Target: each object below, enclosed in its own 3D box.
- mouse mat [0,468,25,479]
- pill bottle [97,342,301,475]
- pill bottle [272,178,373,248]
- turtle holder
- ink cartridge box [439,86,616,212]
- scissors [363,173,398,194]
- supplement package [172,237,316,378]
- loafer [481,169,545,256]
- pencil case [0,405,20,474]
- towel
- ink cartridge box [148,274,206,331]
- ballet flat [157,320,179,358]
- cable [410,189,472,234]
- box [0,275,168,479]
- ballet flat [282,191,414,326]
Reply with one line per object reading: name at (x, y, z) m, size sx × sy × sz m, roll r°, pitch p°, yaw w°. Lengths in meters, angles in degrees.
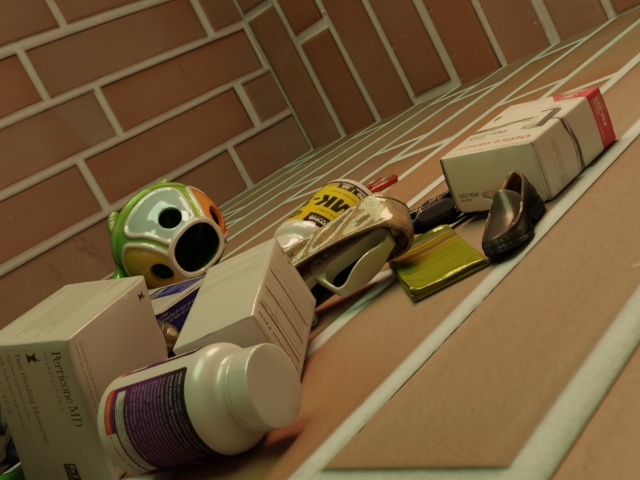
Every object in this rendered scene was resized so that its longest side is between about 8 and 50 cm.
mouse mat at (-0.462, 0.350, 1.092) m, size 0.189 × 0.007 × 0.152 m, roll -20°, pitch 13°, yaw 33°
pill bottle at (-0.117, 0.162, 0.819) m, size 0.193 × 0.108 × 0.108 m, roll -22°, pitch 12°, yaw 33°
pill bottle at (0.000, 0.000, 1.284) m, size 0.119 × 0.119 × 0.208 m, roll -19°, pitch 18°, yaw 40°
turtle holder at (-0.356, 0.010, 1.884) m, size 0.320 × 0.243 × 0.227 m, roll -23°, pitch 23°, yaw -30°
ink cartridge box at (0.299, -0.131, 1.202) m, size 0.158 × 0.092 × 0.218 m, roll -7°, pitch 24°, yaw 46°
scissors at (0.061, -0.074, 1.818) m, size 0.109 × 0.021 × 0.297 m, roll -12°, pitch 19°, yaw 50°
supplement package at (-0.081, 0.096, 0.972) m, size 0.105 × 0.105 × 0.179 m, roll -24°, pitch 23°, yaw 18°
loafer at (0.225, -0.032, 1.018) m, size 0.062 × 0.061 × 0.170 m, roll -21°, pitch 13°, yaw 30°
pencil case at (-0.415, 0.223, 0.996) m, size 0.159 × 0.184 × 0.410 m, roll -11°, pitch 1°, yaw 6°
towel at (0.143, 0.022, 1.085) m, size 0.102 × 0.021 × 0.237 m, roll -28°, pitch 10°, yaw 2°
ink cartridge box at (-0.302, 0.138, 1.578) m, size 0.165 × 0.065 × 0.332 m, roll -35°, pitch 11°, yaw -36°
ballet flat at (-0.293, 0.183, 1.370) m, size 0.250 × 0.058 × 0.084 m, roll -25°, pitch 44°, yaw 48°
cable at (0.167, -0.037, 1.279) m, size 0.184 × 0.047 × 0.150 m, roll -29°, pitch 2°, yaw -25°
box at (-0.269, 0.159, 0.972) m, size 0.119 × 0.181 × 0.182 m, roll -7°, pitch 17°, yaw 19°
ballet flat at (-0.010, 0.050, 1.111) m, size 0.316 × 0.107 × 0.106 m, roll -37°, pitch 42°, yaw 6°
